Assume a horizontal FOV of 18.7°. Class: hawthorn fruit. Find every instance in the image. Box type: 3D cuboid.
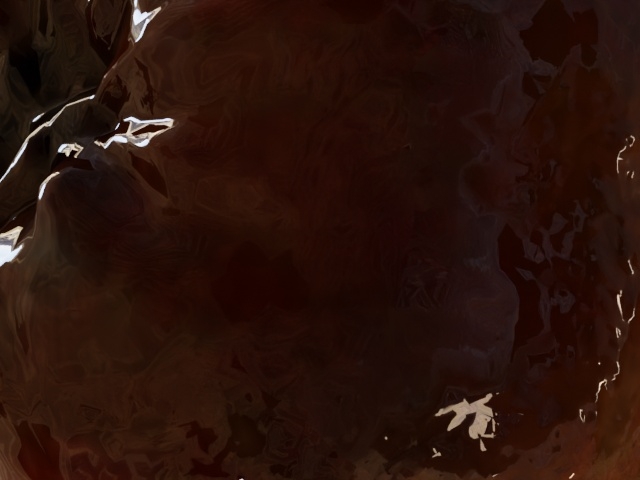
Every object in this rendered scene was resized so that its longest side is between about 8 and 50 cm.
[{"bbox_3d":[0.000,0.000,0.596,0.275,0.300,0.275,-3,84,24],"label":"hawthorn fruit"}]
